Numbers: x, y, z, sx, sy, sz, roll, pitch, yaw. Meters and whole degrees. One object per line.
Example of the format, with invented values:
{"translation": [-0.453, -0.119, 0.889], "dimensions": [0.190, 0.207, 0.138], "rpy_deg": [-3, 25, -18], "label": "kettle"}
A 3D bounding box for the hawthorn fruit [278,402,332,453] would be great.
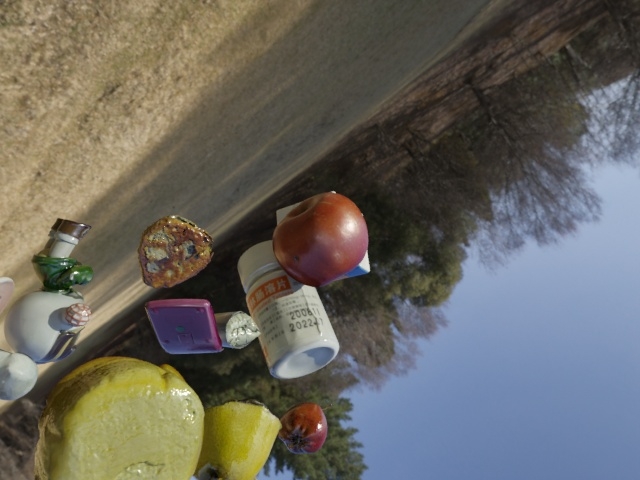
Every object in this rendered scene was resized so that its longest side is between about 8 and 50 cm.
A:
{"translation": [-0.045, 0.594, 1.547], "dimensions": [0.163, 0.162, 0.203], "rpy_deg": [-35, -179, 20], "label": "hawthorn fruit"}

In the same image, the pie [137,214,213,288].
{"translation": [-0.557, 0.038, 1.790], "dimensions": [0.308, 0.308, 0.085], "rpy_deg": [-37, -150, -3], "label": "pie"}

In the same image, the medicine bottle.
{"translation": [-0.105, 0.196, 1.391], "dimensions": [0.211, 0.371, 0.211], "rpy_deg": [-18, 146, -12], "label": "medicine bottle"}

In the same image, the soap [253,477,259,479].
{"translation": [-0.334, 0.917, 1.738], "dimensions": [0.091, 0.199, 0.315], "rpy_deg": [-51, 174, -44], "label": "soap"}

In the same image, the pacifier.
{"translation": [-0.704, 0.206, 0.917], "dimensions": [0.273, 0.220, 0.332], "rpy_deg": [2, -157, 5], "label": "pacifier"}

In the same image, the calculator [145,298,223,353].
{"translation": [-0.271, 0.180, 0.947], "dimensions": [0.127, 0.190, 0.034], "rpy_deg": [-1, -131, -2], "label": "calculator"}

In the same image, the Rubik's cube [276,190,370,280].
{"translation": [0.012, 0.004, 2.022], "dimensions": [0.290, 0.291, 0.292], "rpy_deg": [-17, 156, 26], "label": "Rubik's cube"}

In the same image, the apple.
{"translation": [0.000, 0.000, 1.282], "dimensions": [0.260, 0.216, 0.260], "rpy_deg": [-31, -167, 8], "label": "apple"}

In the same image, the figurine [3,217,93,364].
{"translation": [-0.644, 0.132, 1.140], "dimensions": [0.281, 0.167, 0.369], "rpy_deg": [9, -96, 44], "label": "figurine"}

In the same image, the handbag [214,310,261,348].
{"translation": [-0.253, 0.230, 1.241], "dimensions": [0.173, 0.095, 0.117], "rpy_deg": [-1, -179, 31], "label": "handbag"}

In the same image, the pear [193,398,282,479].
{"translation": [-0.228, 0.540, 1.194], "dimensions": [0.267, 0.267, 0.178], "rpy_deg": [-34, -140, 25], "label": "pear"}

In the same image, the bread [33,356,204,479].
{"translation": [-0.327, 0.327, 0.781], "dimensions": [0.270, 0.269, 0.148], "rpy_deg": [-40, -159, -29], "label": "bread"}
